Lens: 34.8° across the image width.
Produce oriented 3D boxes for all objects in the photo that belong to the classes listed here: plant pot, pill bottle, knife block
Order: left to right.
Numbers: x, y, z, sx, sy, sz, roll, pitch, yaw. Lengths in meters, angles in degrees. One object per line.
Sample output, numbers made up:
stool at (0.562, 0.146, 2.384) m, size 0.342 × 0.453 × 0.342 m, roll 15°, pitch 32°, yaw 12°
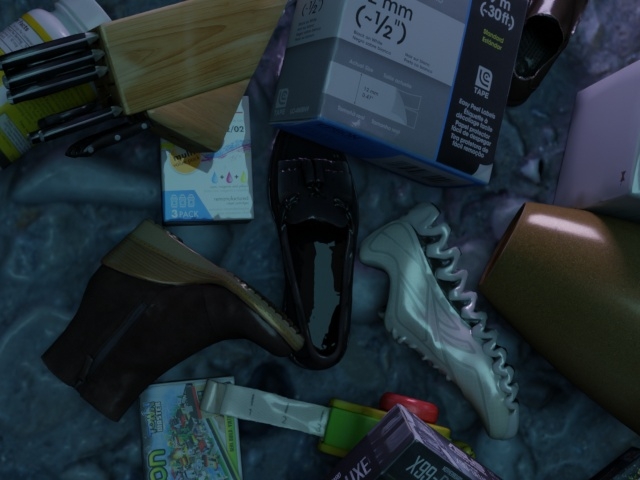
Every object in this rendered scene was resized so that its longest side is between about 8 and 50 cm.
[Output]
pill bottle at (-0.319, -0.179, 1.131) m, size 0.208 × 0.119 × 0.119 m, roll -40°, pitch 93°, yaw -10°
knife block at (-0.194, -0.202, 1.070) m, size 0.242 × 0.088 × 0.275 m, roll 28°, pitch 81°, yaw -26°
plant pot at (0.321, 0.065, 1.182) m, size 0.254 × 0.237 × 0.237 m, roll 29°, pitch 82°, yaw 5°

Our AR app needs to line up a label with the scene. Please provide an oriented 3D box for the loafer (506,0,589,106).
loafer at (0.284, -0.266, 1.257) m, size 0.080 × 0.078 × 0.220 m, roll 26°, pitch 82°, yaw -7°

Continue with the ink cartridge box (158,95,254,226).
ink cartridge box at (-0.135, -0.110, 1.185) m, size 0.104 × 0.061 × 0.181 m, roll -2°, pitch 86°, yaw -10°

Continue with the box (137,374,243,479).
box at (-0.146, 0.263, 1.167) m, size 0.114 × 0.036 × 0.207 m, roll -5°, pitch 87°, yaw -10°

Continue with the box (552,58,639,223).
box at (0.487, -0.077, 1.209) m, size 0.345 × 0.215 × 0.168 m, roll 14°, pitch 83°, yaw -9°

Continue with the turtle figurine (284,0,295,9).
turtle figurine at (-0.047, -0.363, 1.197) m, size 0.175 × 0.118 × 0.234 m, roll 32°, pitch 76°, yaw -6°

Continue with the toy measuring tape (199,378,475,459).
toy measuring tape at (0.033, 0.214, 1.144) m, size 0.330 × 0.121 × 0.121 m, roll 17°, pitch 83°, yaw -16°

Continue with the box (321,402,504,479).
box at (0.118, 0.354, 1.108) m, size 0.307 × 0.076 × 0.242 m, roll 38°, pitch 101°, yaw -21°

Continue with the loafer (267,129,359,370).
loafer at (0.000, 0.000, 1.181) m, size 0.109 × 0.095 × 0.302 m, roll -2°, pitch 86°, yaw -10°

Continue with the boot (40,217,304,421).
boot at (-0.164, 0.117, 1.136) m, size 0.248 × 0.090 × 0.207 m, roll 33°, pitch 86°, yaw 15°

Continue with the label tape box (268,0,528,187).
label tape box at (0.106, -0.260, 1.170) m, size 0.249 × 0.115 × 0.347 m, roll 17°, pitch 84°, yaw -32°

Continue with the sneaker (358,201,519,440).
sneaker at (0.141, 0.105, 1.201) m, size 0.118 × 0.110 × 0.292 m, roll -25°, pitch 82°, yaw -3°

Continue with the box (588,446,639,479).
box at (0.343, 0.383, 1.235) m, size 0.233 × 0.044 × 0.159 m, roll -34°, pitch 92°, yaw -10°
